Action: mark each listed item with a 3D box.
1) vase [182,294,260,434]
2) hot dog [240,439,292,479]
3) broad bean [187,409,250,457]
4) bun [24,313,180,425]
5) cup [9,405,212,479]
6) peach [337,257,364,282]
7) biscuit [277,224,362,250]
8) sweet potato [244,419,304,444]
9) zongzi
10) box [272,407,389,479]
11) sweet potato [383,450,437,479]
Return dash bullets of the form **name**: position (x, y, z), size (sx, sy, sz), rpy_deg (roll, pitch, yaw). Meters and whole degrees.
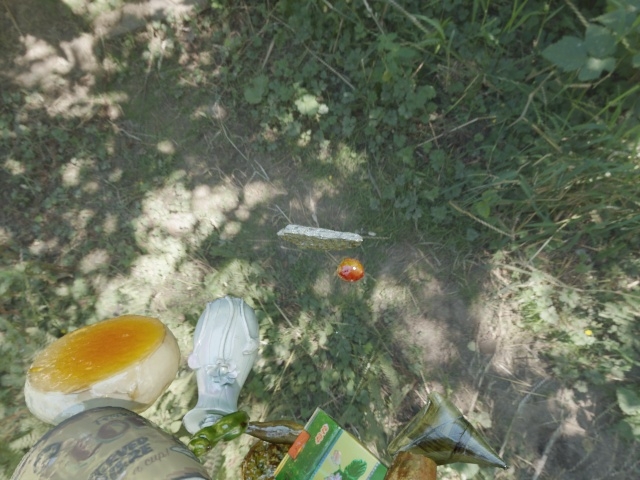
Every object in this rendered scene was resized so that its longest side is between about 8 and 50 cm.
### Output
- **vase**: position (-0.327, 0.419, 1.381), size (0.250, 0.250, 0.445), rpy_deg (-6, 41, 1)
- **hot dog**: position (-0.163, 0.776, 1.358), size (0.196, 0.272, 0.122), rpy_deg (-10, 113, 0)
- **broad bean**: position (-0.195, 0.380, 0.820), size (0.070, 0.213, 0.048), rpy_deg (-16, 81, 15)
- **bun**: position (-0.447, 0.297, 0.880), size (0.299, 0.299, 0.165), rpy_deg (-7, 111, 1)
- **cup**: position (-0.244, 0.394, 0.584), size (0.257, 0.301, 0.227), rpy_deg (-2, 56, 38)
- **peach**: position (0.099, 0.111, 1.401), size (0.098, 0.061, 0.098), rpy_deg (11, 120, 19)
- **biscuit**: position (0.000, -0.002, 1.384), size (0.289, 0.141, 0.038), rpy_deg (7, 67, 10)
- **sweet potato**: position (-0.148, 0.619, 1.336), size (0.243, 0.077, 0.077), rpy_deg (11, 78, -3)
- **zongzi**: position (0.311, 0.543, 1.032), size (0.221, 0.112, 0.242), rpy_deg (-49, 42, 4)
- **box**: position (0.037, 0.369, 0.607), size (0.235, 0.034, 0.132), rpy_deg (21, 69, 49)
- **sweet potato**: position (0.076, 0.253, 0.395), size (0.049, 0.049, 0.117), rpy_deg (45, 40, 11)
